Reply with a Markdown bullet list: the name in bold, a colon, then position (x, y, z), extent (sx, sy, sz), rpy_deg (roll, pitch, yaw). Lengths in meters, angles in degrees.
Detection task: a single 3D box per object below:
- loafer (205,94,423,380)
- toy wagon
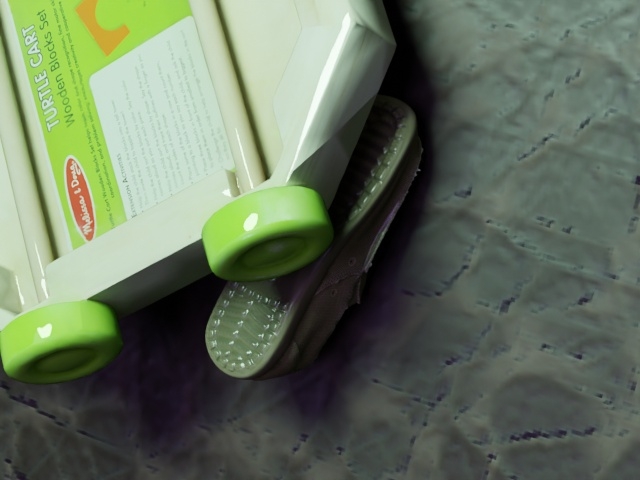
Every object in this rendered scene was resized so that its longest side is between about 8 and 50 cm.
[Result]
- **loafer**: position (0.000, 0.000, 0.904), extent (0.056, 0.050, 0.148), rpy_deg (35, 92, 31)
- **toy wagon**: position (-0.131, -0.068, 0.931), extent (0.344, 0.068, 0.267), rpy_deg (-28, 65, 25)
